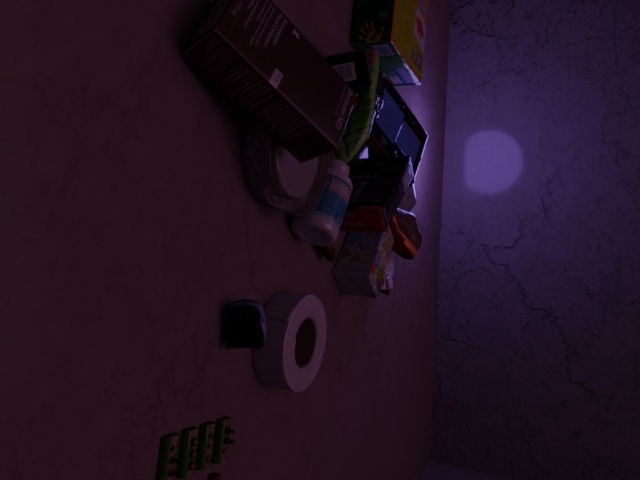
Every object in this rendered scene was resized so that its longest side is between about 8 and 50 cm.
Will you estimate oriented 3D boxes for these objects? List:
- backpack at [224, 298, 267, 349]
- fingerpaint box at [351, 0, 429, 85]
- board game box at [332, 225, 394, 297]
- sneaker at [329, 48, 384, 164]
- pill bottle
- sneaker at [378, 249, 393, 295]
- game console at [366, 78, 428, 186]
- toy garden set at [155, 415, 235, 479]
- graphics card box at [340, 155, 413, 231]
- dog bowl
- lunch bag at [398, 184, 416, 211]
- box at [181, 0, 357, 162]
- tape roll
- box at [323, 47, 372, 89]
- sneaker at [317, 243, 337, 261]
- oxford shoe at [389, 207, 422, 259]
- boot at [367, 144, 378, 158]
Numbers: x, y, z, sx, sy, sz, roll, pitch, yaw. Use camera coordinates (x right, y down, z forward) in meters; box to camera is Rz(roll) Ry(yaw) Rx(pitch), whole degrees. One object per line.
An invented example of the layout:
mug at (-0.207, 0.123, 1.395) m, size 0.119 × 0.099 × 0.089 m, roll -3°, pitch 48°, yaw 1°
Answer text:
backpack at (-0.186, 0.205, 1.318) m, size 0.084 × 0.105 × 0.114 m, roll -77°, pitch 165°, yaw -77°
fingerpaint box at (0.284, -0.865, 2.072) m, size 0.445 × 0.163 × 0.370 m, roll 10°, pitch 86°, yaw -65°
board game box at (0.168, 0.060, 1.994) m, size 0.142 × 0.144 × 0.275 m, roll 65°, pitch 38°, yaw -47°
sneaker at (0.137, -0.437, 1.805) m, size 0.202 × 0.185 × 0.482 m, roll 52°, pitch 49°, yaw -50°
pill bottle at (0.013, -0.125, 1.634) m, size 0.146 × 0.146 × 0.264 m, roll 59°, pitch 42°, yaw -51°
sneaker at (0.259, 0.119, 2.209) m, size 0.292 × 0.108 × 0.169 m, roll 63°, pitch 25°, yaw -49°
game console at (0.300, -0.439, 2.103) m, size 0.342 × 0.060 × 0.386 m, roll 44°, pitch 44°, yaw -19°
toy garden set at (-0.281, 0.537, 1.225) m, size 0.244 × 0.049 × 0.203 m, roll 15°, pitch 80°, yaw -64°
graphics card box at (0.167, -0.169, 1.853) m, size 0.371 × 0.233 × 0.094 m, roll -60°, pitch 140°, yaw -45°
dog bowl at (-0.091, -0.242, 1.444) m, size 0.349 × 0.102 × 0.348 m, roll 4°, pitch 90°, yaw -65°
lunch bag at (0.280, -0.170, 2.188) m, size 0.262 × 0.160 × 0.223 m, roll -50°, pitch 142°, yaw -32°
box at (-0.101, -0.374, 1.204) m, size 0.381 × 0.143 × 0.191 m, roll 39°, pitch 56°, yaw -34°
tape roll at (-0.084, 0.294, 1.548) m, size 0.286 × 0.100 × 0.286 m, roll 5°, pitch 90°, yaw -65°
box at (0.070, -0.505, 1.602) m, size 0.207 × 0.153 × 0.108 m, roll -86°, pitch 165°, yaw -76°
sneaker at (0.000, 0.000, 1.743) m, size 0.071 × 0.066 × 0.188 m, roll -38°, pitch 124°, yaw -36°
oxford shoe at (0.294, -0.086, 2.095) m, size 0.132 × 0.130 × 0.363 m, roll -54°, pitch 129°, yaw -24°
boot at (0.256, -0.369, 2.165) m, size 0.248 × 0.090 × 0.206 m, roll 21°, pitch 67°, yaw -52°
